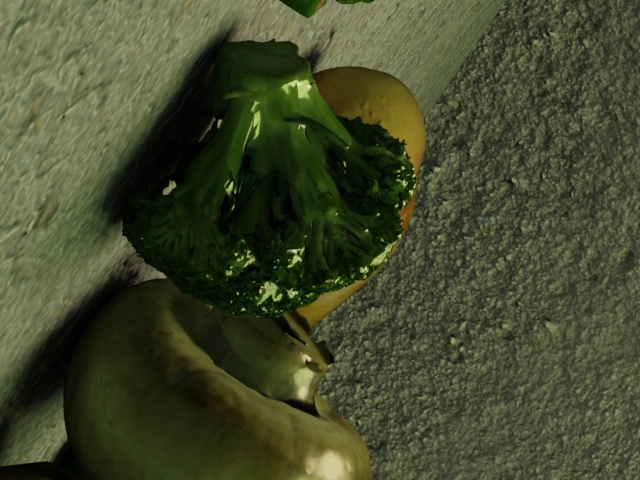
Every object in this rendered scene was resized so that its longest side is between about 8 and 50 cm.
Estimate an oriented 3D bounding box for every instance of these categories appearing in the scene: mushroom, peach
[{"bbox_3d":[-0.101,0.182,1.294,0.260,0.352,0.352,-49,175,4],"label":"mushroom"},{"bbox_3d":[0.011,-0.101,1.497,0.232,0.232,0.232,-55,175,-8],"label":"peach"}]

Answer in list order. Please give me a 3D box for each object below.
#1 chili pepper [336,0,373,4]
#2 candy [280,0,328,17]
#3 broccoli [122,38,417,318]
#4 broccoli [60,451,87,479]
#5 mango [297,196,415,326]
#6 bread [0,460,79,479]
[{"bbox_3d":[0.062,-0.300,1.282,0.100,0.074,0.257,-54,-178,39],"label":"chili pepper"},{"bbox_3d":[0.025,-0.281,1.087,0.194,0.062,0.097,-49,172,-44],"label":"candy"},{"bbox_3d":[-0.048,-0.052,1.123,0.269,0.261,0.242,-10,123,-25],"label":"broccoli"},{"bbox_3d":[-0.205,0.331,1.670,0.297,0.297,0.297,-22,146,-16],"label":"broccoli"},{"bbox_3d":[0.000,0.000,1.831,0.221,0.199,0.384,-51,174,-48],"label":"mango"},{"bbox_3d":[-0.305,0.389,1.261,0.264,0.239,0.395,-53,176,-28],"label":"bread"}]
